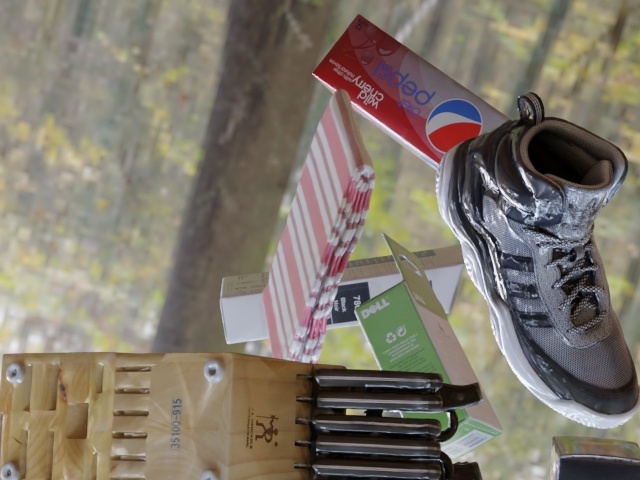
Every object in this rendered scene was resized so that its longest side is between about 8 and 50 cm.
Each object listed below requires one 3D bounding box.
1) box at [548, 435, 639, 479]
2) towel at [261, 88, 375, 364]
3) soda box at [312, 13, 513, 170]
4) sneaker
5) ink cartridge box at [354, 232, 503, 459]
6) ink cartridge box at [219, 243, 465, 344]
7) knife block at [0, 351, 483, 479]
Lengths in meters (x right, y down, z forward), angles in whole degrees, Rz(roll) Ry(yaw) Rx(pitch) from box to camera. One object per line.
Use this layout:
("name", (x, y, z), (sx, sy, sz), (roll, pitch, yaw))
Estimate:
("box", (0.318, 0.341, 2.008), (0.108, 0.207, 0.153), (4, -179, 4))
("towel", (0.000, 0.000, 1.272), (0.029, 0.197, 0.144), (12, -155, -14))
("soda box", (0.121, -0.125, 1.787), (0.263, 0.083, 0.092), (38, -179, 26))
("sneaker", (0.195, 0.014, 1.371), (0.101, 0.268, 0.153), (-20, 165, -30))
("ink cartridge box", (0.095, 0.105, 1.690), (0.109, 0.062, 0.209), (30, -148, -63))
("ink cartridge box", (0.047, 0.060, 2.064), (0.332, 0.065, 0.165), (-9, -173, 0))
("knife block", (-0.039, 0.126, 1.117), (0.275, 0.088, 0.242), (-4, 169, 34))
